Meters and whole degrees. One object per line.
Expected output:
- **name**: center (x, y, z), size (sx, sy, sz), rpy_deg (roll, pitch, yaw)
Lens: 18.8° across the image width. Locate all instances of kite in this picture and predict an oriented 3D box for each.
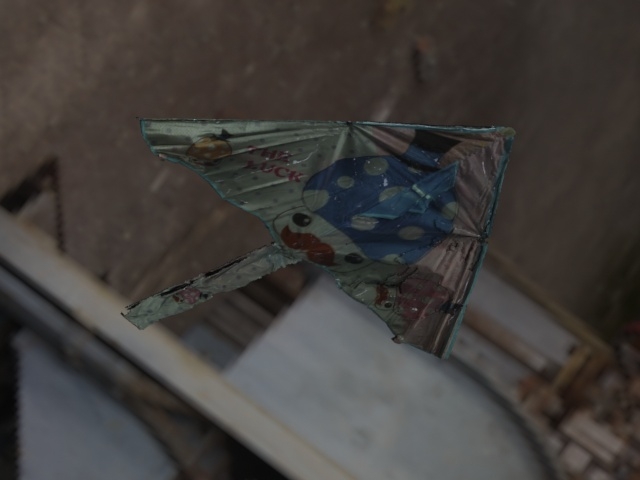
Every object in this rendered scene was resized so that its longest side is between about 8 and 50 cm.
- **kite**: center (0.000, 0.000, 1.294), size (0.314, 0.011, 0.335), rpy_deg (-27, 134, 25)
